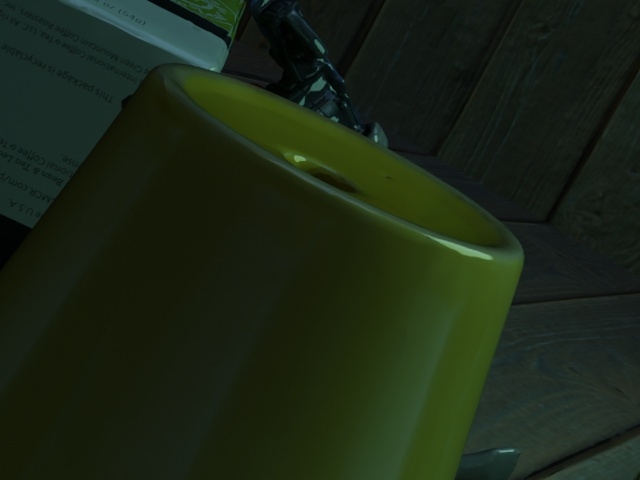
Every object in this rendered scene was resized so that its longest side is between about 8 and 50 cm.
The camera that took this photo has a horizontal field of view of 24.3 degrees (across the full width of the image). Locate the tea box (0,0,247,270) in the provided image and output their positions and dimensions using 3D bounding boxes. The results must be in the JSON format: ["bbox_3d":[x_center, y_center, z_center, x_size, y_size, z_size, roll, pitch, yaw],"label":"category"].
[{"bbox_3d":[-0.244,-0.118,0.960,0.329,0.220,0.323,26,15,-8],"label":"tea box"}]

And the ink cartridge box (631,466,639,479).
[{"bbox_3d":[0.223,0.202,0.715,0.198,0.197,0.270,31,13,17],"label":"ink cartridge box"}]

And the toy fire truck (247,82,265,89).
[{"bbox_3d":[-0.124,-0.124,1.506,0.217,0.158,0.246,33,24,27],"label":"toy fire truck"}]

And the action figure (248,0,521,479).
[{"bbox_3d":[0.000,0.000,1.099,0.341,0.178,0.330,61,-12,-28],"label":"action figure"}]

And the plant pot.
[{"bbox_3d":[-0.046,0.069,0.602,0.254,0.239,0.254,25,12,-6],"label":"plant pot"}]
